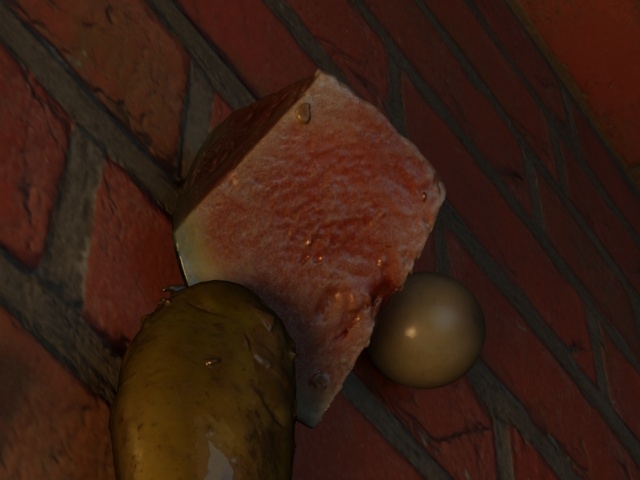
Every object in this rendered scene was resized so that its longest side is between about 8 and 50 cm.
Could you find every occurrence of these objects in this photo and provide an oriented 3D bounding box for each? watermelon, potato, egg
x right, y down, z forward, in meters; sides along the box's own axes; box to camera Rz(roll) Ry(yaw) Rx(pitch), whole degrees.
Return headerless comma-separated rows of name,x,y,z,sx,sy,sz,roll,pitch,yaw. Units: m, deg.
watermelon,0.000,0.000,1.220,0.213,0.201,0.261,45,30,-18
potato,-0.079,0.132,1.014,0.149,0.113,0.251,54,30,-40
egg,0.102,0.087,1.461,0.152,0.114,0.114,15,51,-66
